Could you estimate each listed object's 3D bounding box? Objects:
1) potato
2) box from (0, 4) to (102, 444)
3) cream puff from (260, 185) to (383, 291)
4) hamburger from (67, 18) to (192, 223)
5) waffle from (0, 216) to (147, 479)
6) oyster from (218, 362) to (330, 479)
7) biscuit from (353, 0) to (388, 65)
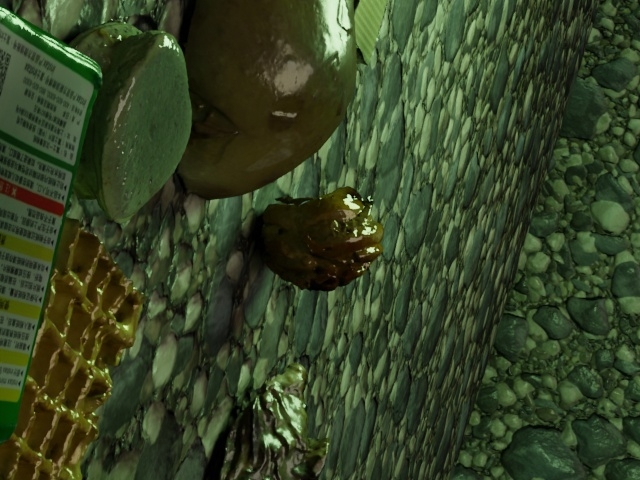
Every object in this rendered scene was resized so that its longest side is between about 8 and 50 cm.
[{"bbox_3d":[-0.031,-0.172,1.344,0.239,0.116,0.299,35,67,-69],"label":"potato"},{"bbox_3d":[-0.213,-0.010,0.833,0.180,0.103,0.250,35,68,-74],"label":"box"},{"bbox_3d":[0.000,0.000,1.563,0.104,0.119,0.133,69,-21,6],"label":"cream puff"},{"bbox_3d":[-0.140,-0.087,1.102,0.133,0.062,0.140,-56,156,-44],"label":"hamburger"},{"bbox_3d":[-0.195,0.104,1.069,0.160,0.055,0.211,61,43,-66],"label":"waffle"},{"bbox_3d":[-0.068,0.314,1.637,0.221,0.096,0.361,83,26,-67],"label":"oyster"},{"bbox_3d":[0.052,-0.320,1.615,0.150,0.052,0.252,35,70,-77],"label":"biscuit"}]
